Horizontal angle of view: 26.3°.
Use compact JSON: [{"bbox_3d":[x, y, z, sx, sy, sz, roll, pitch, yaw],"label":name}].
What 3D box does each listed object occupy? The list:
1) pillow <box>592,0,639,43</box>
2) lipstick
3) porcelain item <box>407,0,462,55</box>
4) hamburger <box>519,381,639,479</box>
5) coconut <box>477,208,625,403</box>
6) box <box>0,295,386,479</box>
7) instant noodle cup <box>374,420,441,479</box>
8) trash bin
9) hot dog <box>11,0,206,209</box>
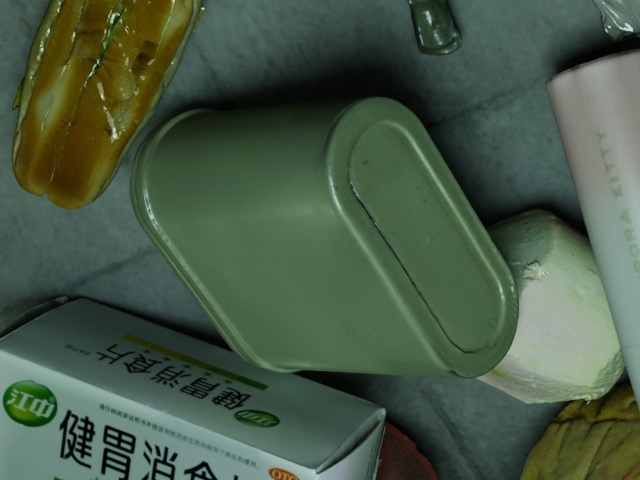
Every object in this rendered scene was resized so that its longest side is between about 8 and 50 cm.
[{"bbox_3d":[0.304,-0.218,0.956,0.248,0.049,0.135,-10,124,19],"label":"pillow"},{"bbox_3d":[0.250,0.027,1.001,0.087,0.087,0.327,-17,86,19],"label":"lipstick"},{"bbox_3d":[0.061,-0.228,0.986,0.081,0.069,0.215,-9,125,9],"label":"porcelain item"},{"bbox_3d":[0.262,0.234,1.149,0.162,0.209,0.330,39,87,-22],"label":"hamburger"},{"bbox_3d":[0.168,0.051,1.089,0.153,0.147,0.147,30,122,-15],"label":"coconut"},{"bbox_3d":[-0.126,0.186,1.157,0.333,0.145,0.173,18,111,20],"label":"box"},{"bbox_3d":[0.001,0.285,1.251,0.274,0.274,0.091,-9,161,15],"label":"instant noodle cup"},{"bbox_3d":[0.000,0.000,1.036,0.247,0.121,0.243,-3,128,52],"label":"trash bin"},{"bbox_3d":[-0.175,-0.133,1.077,0.109,0.072,0.269,28,120,-6],"label":"hot dog"}]
